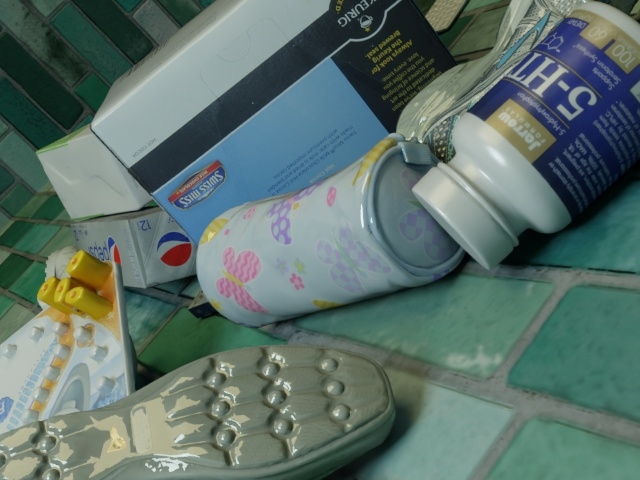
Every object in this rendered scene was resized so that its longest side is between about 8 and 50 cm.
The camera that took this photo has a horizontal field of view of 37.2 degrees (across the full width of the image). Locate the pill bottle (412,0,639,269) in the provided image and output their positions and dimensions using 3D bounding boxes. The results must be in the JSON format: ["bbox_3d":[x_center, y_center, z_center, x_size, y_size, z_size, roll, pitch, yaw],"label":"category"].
[{"bbox_3d":[0.163,-0.071,0.692,0.187,0.112,0.112,-44,21,2],"label":"pill bottle"}]

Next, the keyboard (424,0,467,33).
[{"bbox_3d":[0.203,-0.362,1.306,0.072,0.014,0.256,-14,37,53],"label":"keyboard"}]

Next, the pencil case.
[{"bbox_3d":[0.000,0.000,0.835,0.113,0.124,0.273,-16,-3,-40],"label":"pencil case"}]

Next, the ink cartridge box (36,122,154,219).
[{"bbox_3d":[-0.206,-0.168,1.387,0.353,0.119,0.207,-37,20,-36],"label":"ink cartridge box"}]

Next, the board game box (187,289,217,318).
[{"bbox_3d":[-0.100,0.043,1.086,0.090,0.020,0.090,-21,30,46],"label":"board game box"}]

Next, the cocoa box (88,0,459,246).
[{"bbox_3d":[-0.045,-0.174,1.081,0.347,0.228,0.231,-37,20,9],"label":"cocoa box"}]

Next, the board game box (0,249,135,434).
[{"bbox_3d":[-0.323,0.248,0.881,0.390,0.050,0.390,-36,42,18],"label":"board game box"}]

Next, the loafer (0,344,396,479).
[{"bbox_3d":[-0.100,0.160,0.680,0.320,0.111,0.112,-15,48,2],"label":"loafer"}]

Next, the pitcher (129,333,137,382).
[{"bbox_3d":[-0.248,0.165,0.999,0.178,0.125,0.207,-26,37,29],"label":"pitcher"}]

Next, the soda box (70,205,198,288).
[{"bbox_3d":[-0.248,0.005,1.285,0.098,0.091,0.286,-17,8,-28],"label":"soda box"}]

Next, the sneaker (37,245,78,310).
[{"bbox_3d":[-0.373,0.064,1.485,0.095,0.090,0.235,-30,26,2],"label":"sneaker"}]

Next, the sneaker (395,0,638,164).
[{"bbox_3d":[0.199,-0.142,0.809,0.283,0.110,0.122,-48,34,5],"label":"sneaker"}]
